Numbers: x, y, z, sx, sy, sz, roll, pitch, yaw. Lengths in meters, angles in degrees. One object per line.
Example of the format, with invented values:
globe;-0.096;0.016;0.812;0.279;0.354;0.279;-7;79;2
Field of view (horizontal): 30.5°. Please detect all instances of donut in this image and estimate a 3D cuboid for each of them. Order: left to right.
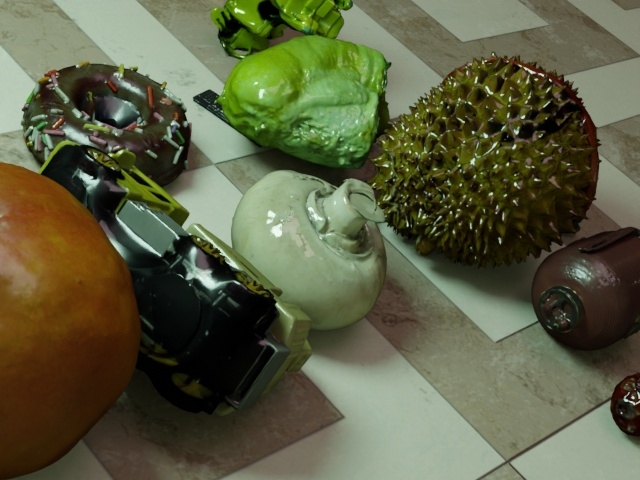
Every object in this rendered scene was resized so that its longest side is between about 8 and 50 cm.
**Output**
donut;-0.321;-0.177;1.786;0.270;0.103;0.269;15;39;-13

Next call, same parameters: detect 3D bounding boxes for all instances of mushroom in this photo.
mushroom;0.000;0.000;1.644;0.246;0.202;0.246;35;29;-22

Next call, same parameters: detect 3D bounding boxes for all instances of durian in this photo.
durian;-0.008;-0.231;1.924;0.340;0.204;0.256;15;24;-19
durian;0.270;-0.124;1.864;0.348;0.347;0.384;33;72;12

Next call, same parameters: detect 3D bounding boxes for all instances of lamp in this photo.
lamp;0.432;0.072;1.823;0.258;0.180;0.180;-17;52;-44

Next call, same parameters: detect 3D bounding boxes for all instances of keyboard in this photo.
keyboard;-0.146;-0.209;1.997;0.155;0.010;0.053;35;39;15

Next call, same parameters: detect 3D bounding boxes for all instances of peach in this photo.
peach;-0.361;0.082;1.237;0.343;0.301;0.342;-4;66;9

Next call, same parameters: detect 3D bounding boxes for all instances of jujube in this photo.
jujube;0.498;0.236;1.730;0.166;0.104;0.104;-5;45;-40

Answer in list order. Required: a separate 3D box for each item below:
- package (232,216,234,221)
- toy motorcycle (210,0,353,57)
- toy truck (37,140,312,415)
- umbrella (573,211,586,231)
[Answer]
package;-0.068;-0.031;1.802;0.108;0.031;0.120;29;35;8
toy motorcycle;-0.086;-0.419;2.093;0.142;0.206;0.342;16;4;-33
toy truck;-0.192;0.049;1.491;0.405;0.180;0.254;39;9;22
umbrella;0.378;-0.155;2.132;0.094;0.143;0.349;-25;48;-1
